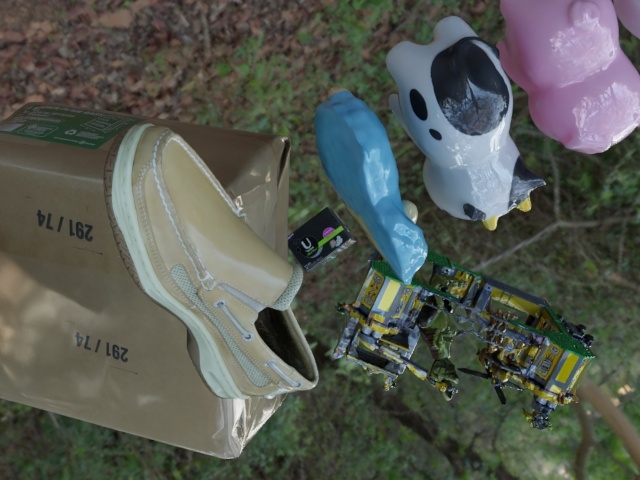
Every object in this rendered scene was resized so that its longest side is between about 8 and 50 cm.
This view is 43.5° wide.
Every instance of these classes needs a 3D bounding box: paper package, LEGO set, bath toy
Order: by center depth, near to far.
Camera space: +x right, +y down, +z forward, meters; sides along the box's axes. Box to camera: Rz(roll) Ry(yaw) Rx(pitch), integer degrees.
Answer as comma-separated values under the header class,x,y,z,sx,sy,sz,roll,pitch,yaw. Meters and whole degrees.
class,x,y,z,sx,sy,sz,roll,pitch,yaw
bath toy,0.174,-0.110,0.582,0.348,0.129,0.151,-32,148,-4
paper package,-0.202,0.032,0.838,0.168,0.325,0.309,-50,146,-58
LEGO set,0.153,0.143,1.001,0.255,0.331,0.192,-105,-143,-71

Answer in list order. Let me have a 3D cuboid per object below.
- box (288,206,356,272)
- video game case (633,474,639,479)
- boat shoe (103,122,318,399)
class,x,y,z,sx,sy,sz,roll,pitch,yaw
box,0.000,0.000,1.192,0.083,0.062,0.052,-38,169,8
video game case,0.612,0.334,1.145,0.285,0.204,0.025,-62,176,36
boat shoe,-0.043,0.016,0.415,0.072,0.068,0.190,1,140,21
